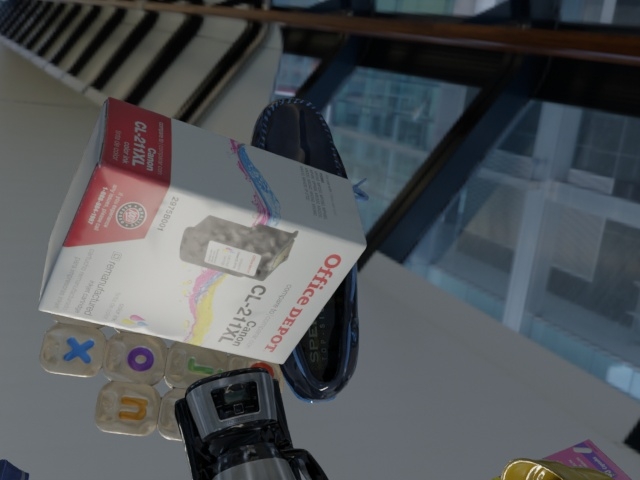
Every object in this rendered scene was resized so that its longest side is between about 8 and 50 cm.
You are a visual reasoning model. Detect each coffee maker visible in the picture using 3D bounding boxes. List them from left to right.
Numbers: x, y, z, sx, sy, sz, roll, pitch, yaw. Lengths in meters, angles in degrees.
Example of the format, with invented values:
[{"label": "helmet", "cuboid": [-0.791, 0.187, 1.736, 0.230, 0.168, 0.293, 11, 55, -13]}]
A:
[{"label": "coffee maker", "cuboid": [-0.079, 0.232, 0.755, 0.120, 0.171, 0.178, 5, -127, -35]}]

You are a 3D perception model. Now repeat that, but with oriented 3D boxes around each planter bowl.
[{"label": "planter bowl", "cuboid": [0.321, 0.341, 0.945, 0.090, 0.217, 0.217, -23, -154, -23]}]

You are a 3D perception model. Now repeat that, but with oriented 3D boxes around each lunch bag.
[{"label": "lunch bag", "cuboid": [-0.546, 0.422, 1.337, 0.099, 0.065, 0.067, -24, -141, 22]}]

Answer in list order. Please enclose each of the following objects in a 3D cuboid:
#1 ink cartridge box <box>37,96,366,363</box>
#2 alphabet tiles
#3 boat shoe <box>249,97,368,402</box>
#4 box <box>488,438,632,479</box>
[{"label": "ink cartridge box", "cuboid": [-0.076, 0.001, 0.518, 0.175, 0.127, 0.072, 17, -144, -24]}, {"label": "alphabet tiles", "cuboid": [-0.175, 0.090, 0.936, 0.278, 0.283, 0.021, 8, 158, -9]}, {"label": "boat shoe", "cuboid": [0.000, 0.000, 0.650, 0.109, 0.258, 0.089, -12, 172, -10]}, {"label": "box", "cuboid": [0.431, 0.488, 1.363, 0.243, 0.117, 0.213, -16, -148, -17]}]
